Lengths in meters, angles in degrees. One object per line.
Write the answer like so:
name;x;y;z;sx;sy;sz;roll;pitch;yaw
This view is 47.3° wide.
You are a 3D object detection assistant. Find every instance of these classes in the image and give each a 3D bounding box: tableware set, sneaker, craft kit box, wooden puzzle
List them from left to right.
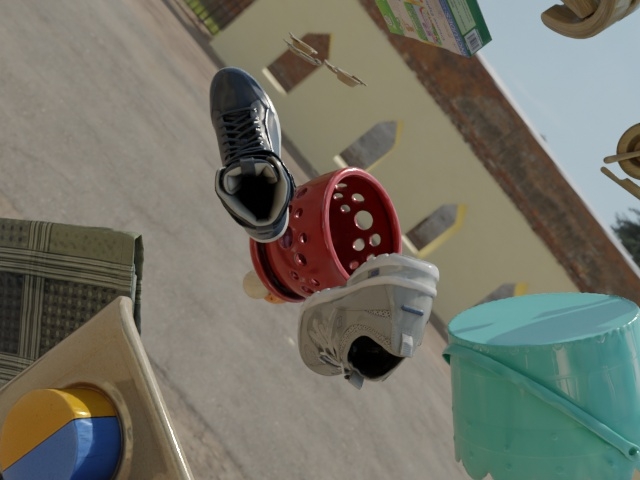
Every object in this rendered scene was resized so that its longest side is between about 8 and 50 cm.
wooden puzzle;-0.238;0.261;0.600;0.080;0.322;0.347;24;35;-56
sneaker;-0.086;-0.113;0.858;0.163;0.086;0.226;68;7;-87
tableware set;0.007;-0.307;1.254;0.169;0.020;0.141;27;17;-21
sneaker;0.033;0.113;0.821;0.105;0.115;0.281;17;-29;-11
craft kit box;0.137;-0.421;1.138;0.249;0.061;0.247;56;-10;-35
tableware set;0.498;-0.093;1.016;0.194;0.128;0.039;43;22;23

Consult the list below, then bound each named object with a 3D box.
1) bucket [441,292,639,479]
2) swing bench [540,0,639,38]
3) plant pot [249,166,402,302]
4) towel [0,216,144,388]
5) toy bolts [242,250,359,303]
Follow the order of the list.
bucket;0.294;0.184;0.946;0.281;0.281;0.183;-66;146;-81
swing bench;0.286;-0.330;0.643;0.254;0.253;0.165;61;1;18
plant pot;0.000;0.000;1.089;0.191;0.174;0.191;18;66;-50
towel;-0.412;0.124;1.123;0.325;0.311;0.056;7;3;20
toy bolts;-0.027;0.086;1.403;0.159;0.228;0.218;-15;64;-41
